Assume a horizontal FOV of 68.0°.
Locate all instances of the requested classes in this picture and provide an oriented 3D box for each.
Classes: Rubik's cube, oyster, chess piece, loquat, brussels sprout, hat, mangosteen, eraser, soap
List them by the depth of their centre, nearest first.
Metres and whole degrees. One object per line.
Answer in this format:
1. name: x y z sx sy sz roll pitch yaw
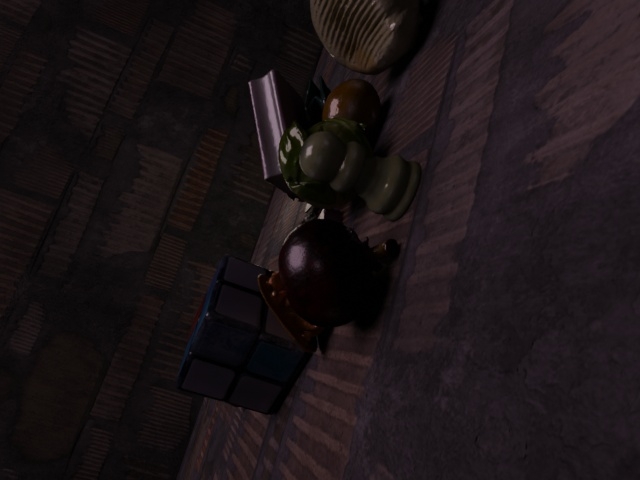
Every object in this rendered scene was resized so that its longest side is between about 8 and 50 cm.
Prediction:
1. mangosteen: 0.043 0.057 1.017 0.261 0.236 0.236 -22 27 9
2. chess piece: 0.074 -0.150 1.039 0.144 0.251 0.145 -160 90 -76
3. hat: 0.001 0.122 1.236 0.233 0.233 0.244 -40 31 8
4. brussels sprout: 0.019 -0.219 1.332 0.227 0.259 0.295 61 177 48
5. Rubik's cube: -0.221 0.282 1.443 0.316 0.313 0.319 -93 28 -59
6. loquat: 0.094 -0.380 1.471 0.179 0.179 0.228 -137 63 -76
7. soap: 0.000 0.000 1.525 0.122 0.065 0.203 -87 21 -53
8. eraser: -0.104 -0.336 1.577 0.272 0.122 0.360 33 -138 -63
9. oyster: -0.020 -0.084 1.681 0.252 0.087 0.199 -74 2 -50

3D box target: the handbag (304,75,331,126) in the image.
1. handbag: 0.017 -0.411 1.676 0.100 0.269 0.274 -19 36 13

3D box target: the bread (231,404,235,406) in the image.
1. bread: -0.281 0.498 1.873 0.124 0.083 0.344 30 100 54

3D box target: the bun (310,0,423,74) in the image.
1. bun: 0.146 -0.694 1.431 0.219 0.365 0.365 -41 -2 -29

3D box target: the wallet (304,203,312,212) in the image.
1. wallet: 0.000 -0.218 1.924 0.167 0.036 0.222 139 151 -65
